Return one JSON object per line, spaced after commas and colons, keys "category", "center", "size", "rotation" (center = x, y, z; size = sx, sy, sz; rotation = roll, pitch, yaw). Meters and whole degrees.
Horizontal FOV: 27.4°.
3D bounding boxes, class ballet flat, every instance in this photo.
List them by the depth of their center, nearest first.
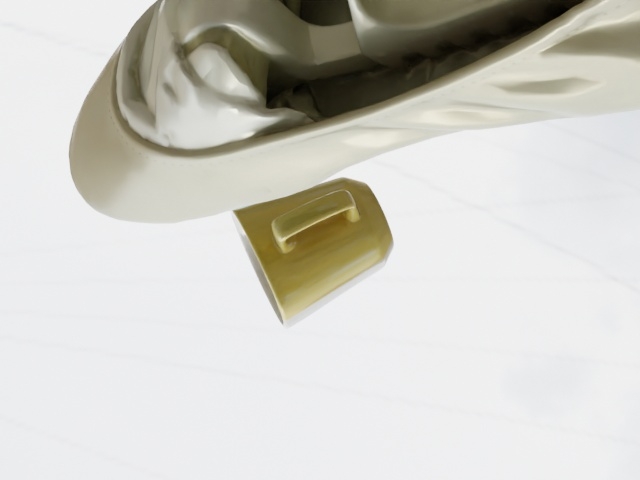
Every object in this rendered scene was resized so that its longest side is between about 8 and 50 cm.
{"category": "ballet flat", "center": [0.007, -0.065, 0.385], "size": [0.248, 0.086, 0.086], "rotation": [-13, -139, 26]}

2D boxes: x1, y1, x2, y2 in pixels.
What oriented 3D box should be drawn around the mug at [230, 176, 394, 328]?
{"category": "mug", "center": [0.001, 0.003, 0.610], "size": [0.064, 0.062, 0.078], "rotation": [-24, -163, -7]}
